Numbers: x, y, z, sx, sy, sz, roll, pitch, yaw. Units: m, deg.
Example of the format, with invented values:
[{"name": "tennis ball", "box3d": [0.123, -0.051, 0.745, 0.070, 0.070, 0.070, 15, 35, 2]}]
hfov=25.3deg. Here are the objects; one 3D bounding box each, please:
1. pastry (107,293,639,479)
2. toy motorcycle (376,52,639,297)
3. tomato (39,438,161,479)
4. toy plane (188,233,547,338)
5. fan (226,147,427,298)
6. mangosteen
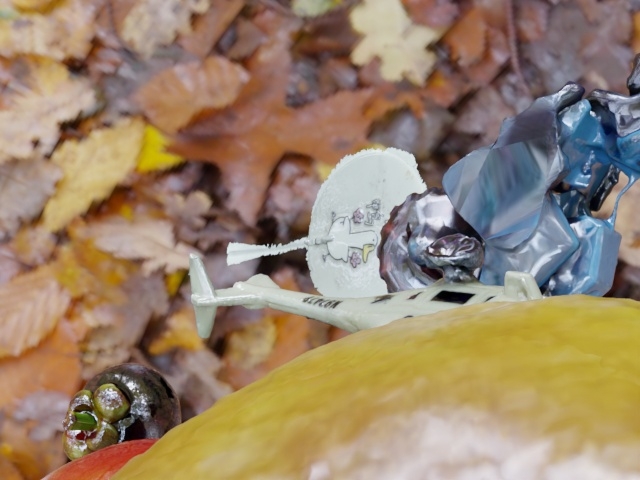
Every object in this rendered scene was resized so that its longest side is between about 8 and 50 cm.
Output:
[{"name": "pastry", "box3d": [0.051, 0.154, 0.385, 0.356, 0.164, 0.356, -21, 37, 17]}, {"name": "toy motorcycle", "box3d": [0.250, -0.018, 1.318, 0.416, 0.172, 0.232, -33, 67, 18]}, {"name": "tomato", "box3d": [-0.148, 0.316, 1.336, 0.226, 0.298, 0.299, -37, 52, -25]}, {"name": "toy plane", "box3d": [0.041, 0.051, 0.895, 0.286, 0.108, 0.092, 12, 121, 38]}, {"name": "fan", "box3d": [-0.001, 0.000, 2.000, 0.415, 0.012, 0.233, -13, 70, 45]}, {"name": "mangosteen", "box3d": [-0.233, 0.205, 1.624, 0.137, 0.151, 0.137, -5, 80, 35]}]
